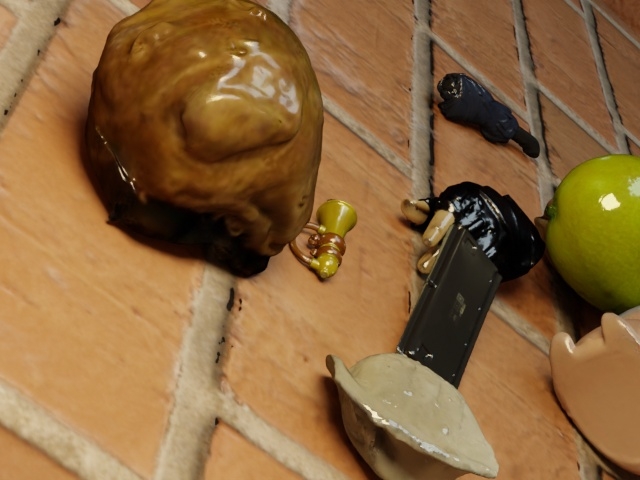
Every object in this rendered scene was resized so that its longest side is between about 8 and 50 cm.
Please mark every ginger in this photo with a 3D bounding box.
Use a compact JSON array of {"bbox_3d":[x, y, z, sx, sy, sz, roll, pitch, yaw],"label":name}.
[{"bbox_3d":[-0.088,-0.115,1.317,0.269,0.223,0.200,17,35,-43],"label":"ginger"}]

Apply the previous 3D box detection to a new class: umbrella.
[{"bbox_3d":[0.258,-0.187,2.141,0.248,0.071,0.071,24,33,-47],"label":"umbrella"}]

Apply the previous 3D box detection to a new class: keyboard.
[{"bbox_3d":[0.141,0.076,1.545,0.093,0.025,0.230,49,39,-16],"label":"keyboard"}]

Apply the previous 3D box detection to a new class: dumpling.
[{"bbox_3d":[0.072,0.167,1.291,0.150,0.092,0.176,15,39,-53],"label":"dumpling"}]

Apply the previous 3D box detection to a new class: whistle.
[{"bbox_3d":[0.004,-0.004,1.499,0.057,0.046,0.109,54,28,-20],"label":"whistle"}]

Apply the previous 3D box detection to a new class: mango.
[{"bbox_3d":[0.399,0.011,1.790,0.273,0.185,0.149,47,-5,-28],"label":"mango"}]

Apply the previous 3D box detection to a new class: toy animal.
[{"bbox_3d":[0.413,0.180,1.702,0.256,0.195,0.213,-11,73,-46],"label":"toy animal"}]

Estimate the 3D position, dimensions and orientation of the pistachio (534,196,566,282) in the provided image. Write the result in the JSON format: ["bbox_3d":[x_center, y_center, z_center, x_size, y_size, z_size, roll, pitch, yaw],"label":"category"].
[{"bbox_3d":[0.418,0.017,1.974,0.293,0.162,0.181,26,6,-37],"label":"pistachio"}]

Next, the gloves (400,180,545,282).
[{"bbox_3d":[0.179,-0.006,1.703,0.164,0.124,0.203,34,14,16],"label":"gloves"}]
